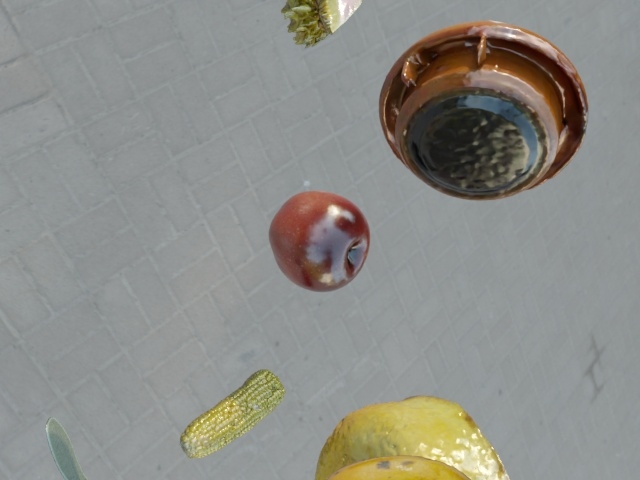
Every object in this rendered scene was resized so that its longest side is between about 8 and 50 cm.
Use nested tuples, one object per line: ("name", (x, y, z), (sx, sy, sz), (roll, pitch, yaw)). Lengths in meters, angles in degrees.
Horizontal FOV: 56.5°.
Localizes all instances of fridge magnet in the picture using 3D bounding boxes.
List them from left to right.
("fridge magnet", (0.277, -0.208, 1.057), (0.363, 0.364, 0.155), (50, 45, -30))

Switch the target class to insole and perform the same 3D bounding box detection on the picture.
("insole", (-0.480, 0.447, 1.159), (0.003, 0.080, 0.231), (-19, 104, 1))

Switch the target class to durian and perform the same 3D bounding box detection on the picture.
("durian", (-0.001, -0.296, 0.704), (0.078, 0.140, 0.224), (40, 24, -24))

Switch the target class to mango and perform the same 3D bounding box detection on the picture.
("mango", (0.075, 0.274, 0.619), (0.178, 0.115, 0.090), (-18, 99, 2))

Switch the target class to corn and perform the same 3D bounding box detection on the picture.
("corn", (-0.189, 0.379, 1.313), (0.292, 0.101, 0.101), (-25, 109, -50))

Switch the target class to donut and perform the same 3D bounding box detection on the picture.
("donut", (0.128, 0.428, 0.918), (0.164, 0.435, 0.377), (5, 126, -21))

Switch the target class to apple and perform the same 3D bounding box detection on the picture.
("apple", (0.000, 0.000, 1.301), (0.218, 0.201, 0.218), (-26, 121, -52))
